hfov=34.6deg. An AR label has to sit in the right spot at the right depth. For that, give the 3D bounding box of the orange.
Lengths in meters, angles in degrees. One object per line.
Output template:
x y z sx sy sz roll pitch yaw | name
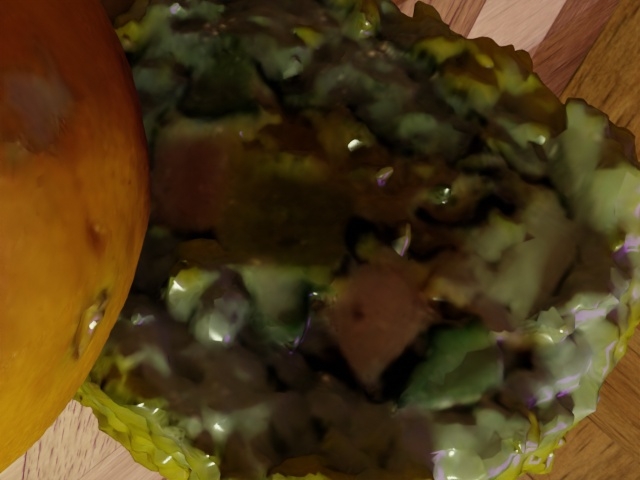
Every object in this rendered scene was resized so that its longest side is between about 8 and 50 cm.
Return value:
-0.186 -0.013 0.383 0.261 0.261 0.261 -44 165 -15 | orange

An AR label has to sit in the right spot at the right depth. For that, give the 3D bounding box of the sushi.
0.000 0.000 0.658 0.351 0.396 0.240 -49 164 -19 | sushi
